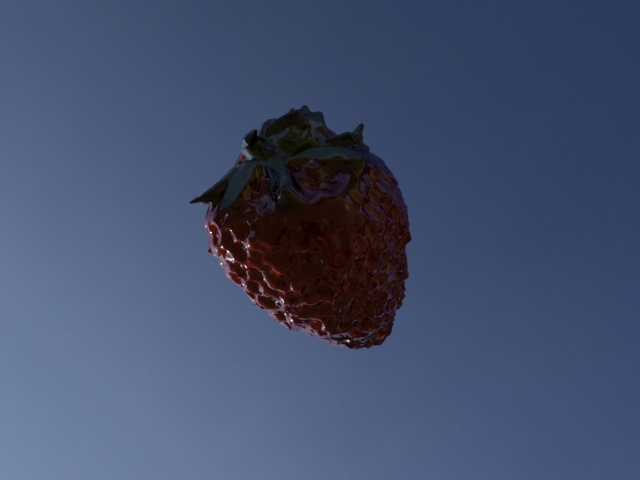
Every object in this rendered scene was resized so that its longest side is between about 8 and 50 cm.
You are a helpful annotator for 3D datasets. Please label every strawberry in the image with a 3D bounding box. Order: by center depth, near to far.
[{"bbox_3d":[-0.007,-0.002,0.579,0.131,0.131,0.148,-4,-48,-2],"label":"strawberry"}]
